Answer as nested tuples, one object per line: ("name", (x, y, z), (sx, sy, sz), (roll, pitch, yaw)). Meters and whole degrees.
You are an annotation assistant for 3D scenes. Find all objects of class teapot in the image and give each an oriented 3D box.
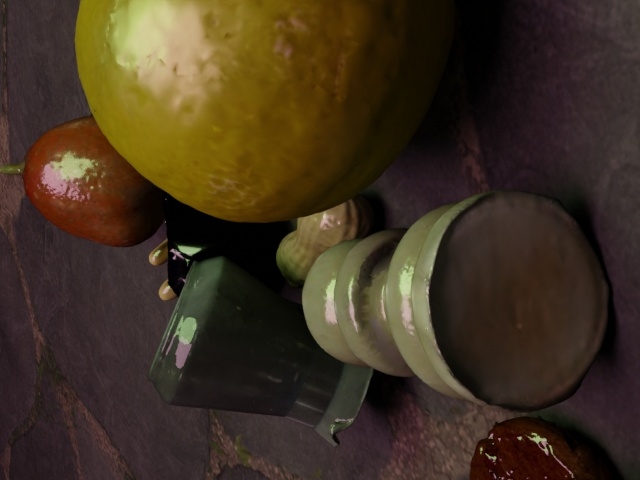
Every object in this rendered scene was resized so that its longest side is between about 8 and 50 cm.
("teapot", (-0.061, 0.121, 1.164), (0.203, 0.225, 0.171), (-82, 17, -61))

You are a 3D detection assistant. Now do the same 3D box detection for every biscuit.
("biscuit", (0.213, 0.252, 0.961), (0.192, 0.049, 0.192), (37, 139, 41))

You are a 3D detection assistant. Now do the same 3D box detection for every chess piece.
("chess piece", (0.093, 0.058, 0.973), (0.330, 0.182, 0.182), (-8, 96, 65))

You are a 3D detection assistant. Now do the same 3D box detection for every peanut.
("peanut", (0.000, 0.000, 1.163), (0.082, 0.082, 0.187), (61, 148, 21))

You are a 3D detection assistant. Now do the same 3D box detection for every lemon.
("lemon", (-0.045, -0.184, 0.918), (0.348, 0.348, 0.348), (30, 128, 49))

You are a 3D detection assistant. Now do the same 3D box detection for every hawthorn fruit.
("hawthorn fruit", (-0.339, -0.092, 1.506), (0.199, 0.251, 0.199), (-177, 90, -83))

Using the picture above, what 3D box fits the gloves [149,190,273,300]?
("gloves", (-0.139, 0.052, 1.338), (0.301, 0.152, 0.197), (115, 153, -56))
